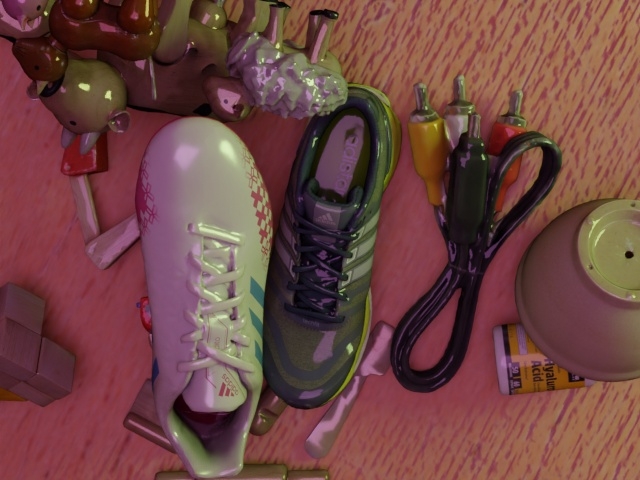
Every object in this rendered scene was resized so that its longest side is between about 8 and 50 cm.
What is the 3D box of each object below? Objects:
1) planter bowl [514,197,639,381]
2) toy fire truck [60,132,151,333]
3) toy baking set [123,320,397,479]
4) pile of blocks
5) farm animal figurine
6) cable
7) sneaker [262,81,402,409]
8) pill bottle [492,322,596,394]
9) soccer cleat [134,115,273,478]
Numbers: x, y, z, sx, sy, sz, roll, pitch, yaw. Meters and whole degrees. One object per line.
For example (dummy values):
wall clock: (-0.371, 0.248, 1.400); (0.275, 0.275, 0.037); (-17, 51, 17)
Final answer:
planter bowl: (0.257, 0.029, 1.724); (0.162, 0.109, 0.162); (2, 66, -5)
toy fire truck: (-0.166, -0.006, 1.811); (0.135, 0.047, 0.192); (1, 91, 7)
toy baking set: (-0.055, 0.142, 1.828); (0.256, 0.030, 0.197); (3, 94, 4)
pile of blocks: (-0.405, 0.090, 1.829); (0.362, 0.149, 0.113); (6, 51, -5)
farm animal figurine: (-0.181, -0.165, 1.727); (0.326, 0.330, 0.172); (7, 104, -30)
cable: (0.135, -0.003, 1.806); (0.139, 0.072, 0.287); (4, 107, -13)
sneaker: (0.000, 0.000, 1.754); (0.111, 0.121, 0.300); (8, 86, 6)
pill bottle: (0.215, 0.102, 1.787); (0.116, 0.065, 0.065); (-7, 93, 5)
soccer cleat: (-0.090, 0.057, 1.679); (0.116, 0.143, 0.331); (-6, 126, -8)
